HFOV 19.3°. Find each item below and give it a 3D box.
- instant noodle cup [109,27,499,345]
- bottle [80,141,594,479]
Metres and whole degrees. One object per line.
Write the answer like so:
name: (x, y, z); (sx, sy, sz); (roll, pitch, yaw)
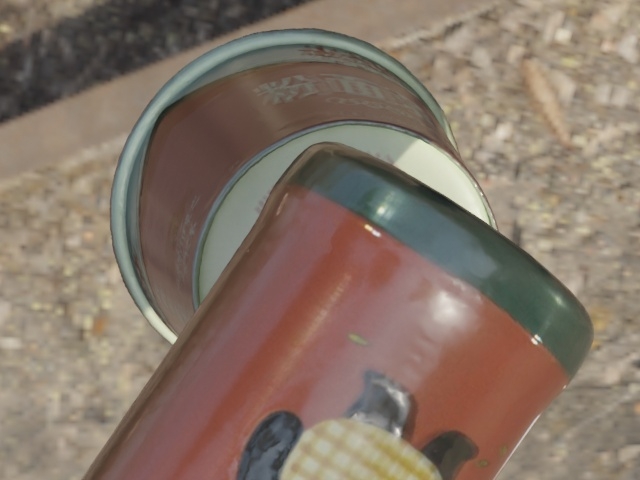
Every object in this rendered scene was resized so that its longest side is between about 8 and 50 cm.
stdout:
instant noodle cup: (0.000, 0.000, 1.121); (0.178, 0.234, 0.235); (-133, 59, -71)
bottle: (-0.037, 0.134, 0.746); (0.144, 0.144, 0.336); (30, 84, 39)
